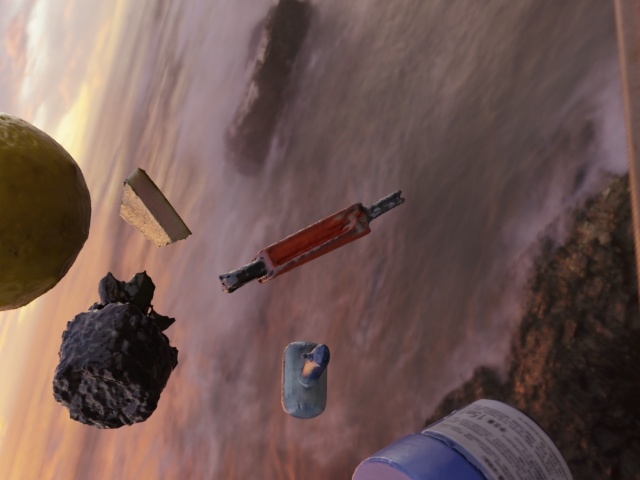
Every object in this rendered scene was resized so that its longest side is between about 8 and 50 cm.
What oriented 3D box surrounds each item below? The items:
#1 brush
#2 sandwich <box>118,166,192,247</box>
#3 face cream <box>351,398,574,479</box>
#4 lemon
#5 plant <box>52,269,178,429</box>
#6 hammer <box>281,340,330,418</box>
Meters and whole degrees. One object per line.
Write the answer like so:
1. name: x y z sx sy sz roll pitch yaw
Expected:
1. brush: 0.000 0.001 1.108 0.051 0.323 0.070 59 155 6
2. sandwich: -0.344 -0.054 1.603 0.058 0.162 0.193 -51 -1 -26
3. face cream: 0.201 0.372 1.060 0.249 0.225 0.249 32 130 47
4. lemon: -0.409 -0.034 0.911 0.284 0.260 0.261 71 -155 -64
5. plant: -0.424 0.221 1.610 0.213 0.215 0.312 -20 37 12
6. hammer: -0.014 0.185 1.098 0.194 0.069 0.116 112 162 -64
